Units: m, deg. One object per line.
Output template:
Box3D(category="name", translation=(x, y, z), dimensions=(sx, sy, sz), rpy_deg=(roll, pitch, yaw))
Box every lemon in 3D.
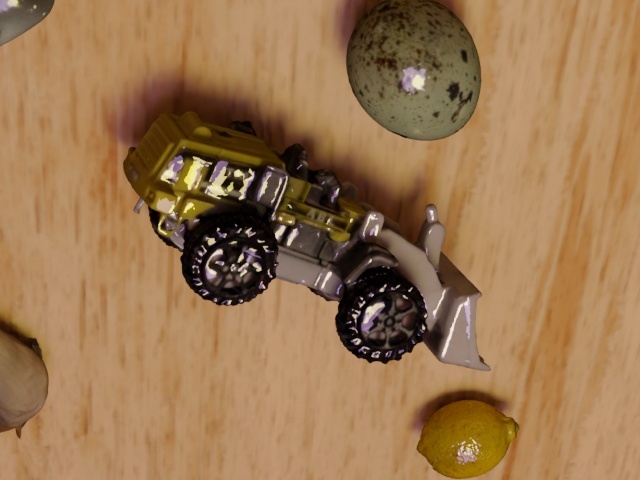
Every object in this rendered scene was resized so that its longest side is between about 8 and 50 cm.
Box3D(category="lemon", translation=(0.117, 0.157, 1.407), dimensions=(0.083, 0.062, 0.062), rpy_deg=(-13, 131, 7))

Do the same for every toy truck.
Box3D(category="toy truck", translation=(0.000, 0.000, 1.215), dimensions=(0.286, 0.136, 0.111), rpy_deg=(21, 104, -24))

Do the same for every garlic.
Box3D(category="garlic", translation=(-0.255, 0.095, 1.302), dimensions=(0.084, 0.066, 0.152), rpy_deg=(-24, 132, 15))

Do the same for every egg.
Box3D(category="egg", translation=(0.062, -0.110, 1.156), dimensions=(0.085, 0.085, 0.110), rpy_deg=(-25, 144, 14))

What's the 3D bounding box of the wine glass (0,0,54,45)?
Box3D(category="wine glass", translation=(-0.178, -0.161, 1.091), dimensions=(0.262, 0.074, 0.074), rpy_deg=(-23, 130, 14))
